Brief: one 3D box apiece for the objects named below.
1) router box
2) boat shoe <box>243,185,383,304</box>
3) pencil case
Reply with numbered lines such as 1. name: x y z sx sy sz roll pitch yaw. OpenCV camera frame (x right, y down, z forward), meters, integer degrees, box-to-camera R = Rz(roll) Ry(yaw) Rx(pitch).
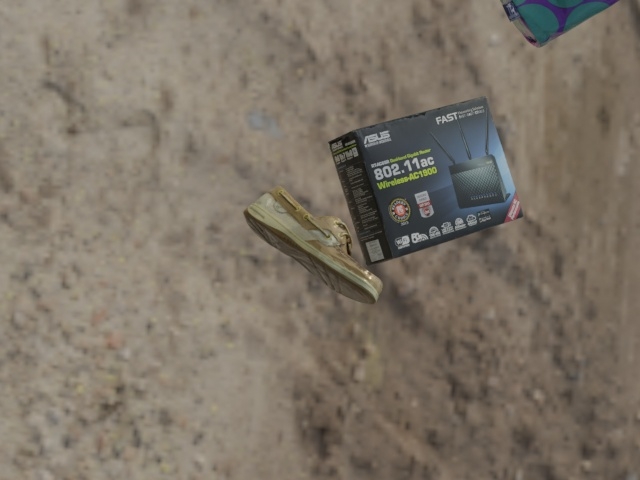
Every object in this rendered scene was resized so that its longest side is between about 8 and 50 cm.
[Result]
1. router box: 0.074 -0.042 1.039 0.122 0.038 0.092 -17 88 -32
2. boat shoe: 0.000 0.000 1.179 0.045 0.135 0.050 -48 157 -15
3. pencil case: 0.204 -0.209 1.110 0.070 0.152 0.064 56 12 -13
